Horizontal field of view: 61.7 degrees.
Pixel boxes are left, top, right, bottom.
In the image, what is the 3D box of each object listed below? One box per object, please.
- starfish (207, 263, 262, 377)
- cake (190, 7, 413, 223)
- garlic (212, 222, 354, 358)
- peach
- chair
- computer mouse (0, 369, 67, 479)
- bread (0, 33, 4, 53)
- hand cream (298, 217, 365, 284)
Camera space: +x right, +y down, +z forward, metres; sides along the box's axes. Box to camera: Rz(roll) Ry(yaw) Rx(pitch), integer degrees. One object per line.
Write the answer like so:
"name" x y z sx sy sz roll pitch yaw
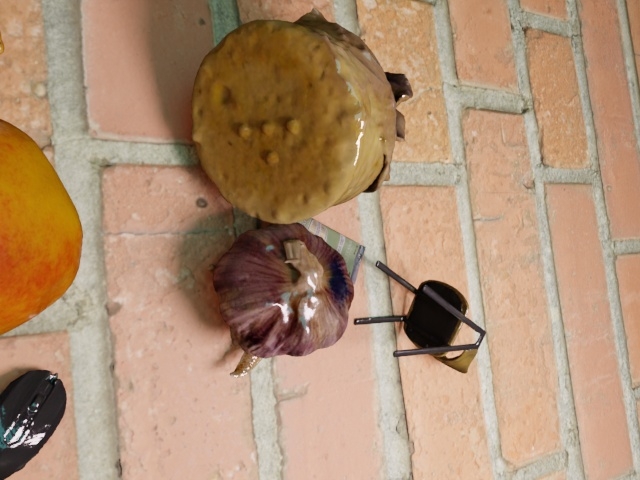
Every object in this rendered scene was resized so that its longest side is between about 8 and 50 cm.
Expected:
"starfish" -0.096 0.105 0.965 0.231 0.048 0.295 50 56 -9
"cake" -0.011 -0.213 0.933 0.321 0.332 0.332 -29 99 -56
"garlic" -0.048 0.080 0.876 0.245 0.160 0.245 8 73 -27
"peach" -0.437 -0.009 0.624 0.289 0.308 0.289 1 88 -26
"chair" 0.218 0.165 1.075 0.247 0.158 0.172 16 97 -31
"computer mouse" -0.422 0.258 0.740 0.099 0.057 0.172 43 63 -22
"bread" -0.540 -0.342 0.742 0.116 0.077 0.200 -31 97 -29
"hand cream" 0.000 0.000 1.034 0.235 0.055 0.086 32 68 -33
